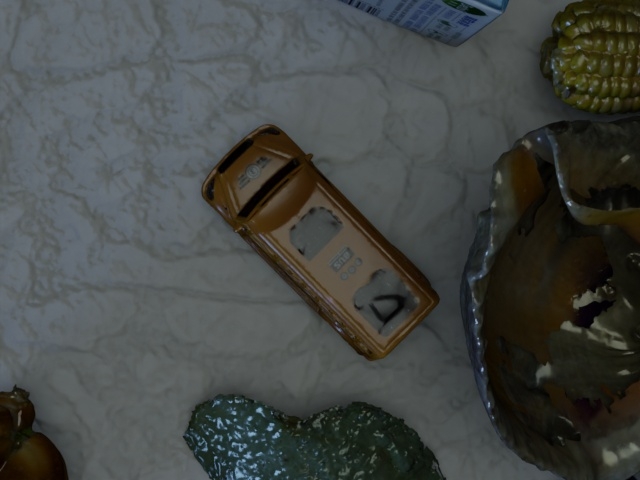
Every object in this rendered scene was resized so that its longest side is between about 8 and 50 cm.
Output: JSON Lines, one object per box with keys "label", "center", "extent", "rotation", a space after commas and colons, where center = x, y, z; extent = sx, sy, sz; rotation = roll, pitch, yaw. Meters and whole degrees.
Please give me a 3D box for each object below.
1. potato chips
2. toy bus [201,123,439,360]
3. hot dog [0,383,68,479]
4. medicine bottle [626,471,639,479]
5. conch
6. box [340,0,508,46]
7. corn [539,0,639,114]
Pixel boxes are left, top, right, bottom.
{"label": "potato chips", "center": [0.001, 0.199, 1.301], "extent": [0.228, 0.059, 0.167], "rotation": [12, 98, -4]}
{"label": "toy bus", "center": [0.000, 0.000, 1.286], "extent": [0.194, 0.088, 0.083], "rotation": [45, 87, -3]}
{"label": "hot dog", "center": [-0.305, 0.256, 1.254], "extent": [0.135, 0.100, 0.337], "rotation": [36, 88, -12]}
{"label": "medicine bottle", "center": [0.228, 0.236, 1.292], "extent": [0.191, 0.107, 0.107], "rotation": [-37, 92, -4]}
{"label": "conch", "center": [0.208, 0.022, 1.241], "extent": [0.352, 0.210, 0.297], "rotation": [31, 90, -30]}
{"label": "box", "center": [0.066, -0.210, 1.242], "extent": [0.139, 0.194, 0.073], "rotation": [22, 87, -4]}
{"label": "corn", "center": [0.313, -0.149, 1.309], "extent": [0.291, 0.101, 0.101], "rotation": [-5, 90, -3]}
